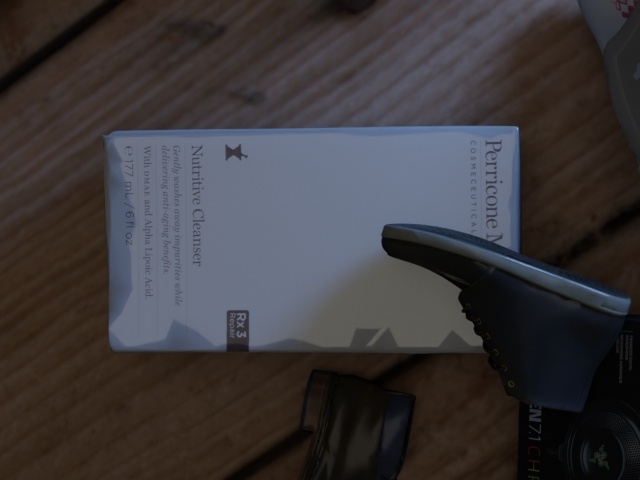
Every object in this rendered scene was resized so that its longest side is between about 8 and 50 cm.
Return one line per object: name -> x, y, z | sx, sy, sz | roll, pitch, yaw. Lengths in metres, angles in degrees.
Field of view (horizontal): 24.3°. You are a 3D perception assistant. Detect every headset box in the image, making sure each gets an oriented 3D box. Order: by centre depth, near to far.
headset box -> 0.322, 0.190, 1.306 | 0.283, 0.131, 0.246 | 2, 89, 48

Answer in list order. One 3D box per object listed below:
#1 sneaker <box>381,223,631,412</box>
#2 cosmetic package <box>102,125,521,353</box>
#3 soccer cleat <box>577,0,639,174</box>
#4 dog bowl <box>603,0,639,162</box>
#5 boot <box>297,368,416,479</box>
sneaker -> 0.143, 0.066, 1.284 | 0.222, 0.083, 0.118 | 21, 98, 9
cosmetic package -> 0.000, 0.000, 1.418 | 0.385, 0.156, 0.217 | -2, 90, 8
soccer cleat -> 0.331, -0.116, 1.386 | 0.143, 0.116, 0.331 | -41, 85, -5
dog bowl -> 0.426, -0.164, 1.308 | 0.349, 0.102, 0.348 | 4, 77, -18
boot -> 0.031, 0.239, 1.447 | 0.106, 0.082, 0.219 | 5, 88, 11
